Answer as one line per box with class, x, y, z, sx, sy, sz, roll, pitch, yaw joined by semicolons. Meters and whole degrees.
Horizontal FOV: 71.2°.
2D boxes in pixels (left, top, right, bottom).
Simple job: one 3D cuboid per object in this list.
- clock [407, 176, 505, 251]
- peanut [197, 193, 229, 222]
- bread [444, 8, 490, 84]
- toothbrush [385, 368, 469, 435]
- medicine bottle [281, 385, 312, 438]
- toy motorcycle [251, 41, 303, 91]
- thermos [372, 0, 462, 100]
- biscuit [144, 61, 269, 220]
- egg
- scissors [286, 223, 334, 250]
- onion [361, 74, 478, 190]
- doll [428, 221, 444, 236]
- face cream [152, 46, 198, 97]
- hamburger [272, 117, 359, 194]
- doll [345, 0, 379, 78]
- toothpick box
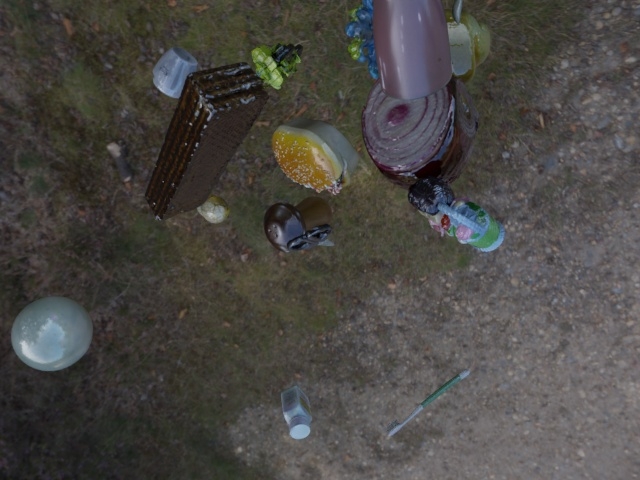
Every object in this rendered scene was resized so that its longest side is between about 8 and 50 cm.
clock;0.310;-0.063;1.042;0.195;0.194;0.100;25;101;-33
peanut;-0.356;-0.106;1.469;0.087;0.206;0.087;-6;104;-26
bread;0.373;-0.587;1.446;0.340;0.300;0.211;-1;85;-6
toothbrush;0.268;0.400;1.113;0.257;0.024;0.018;-36;127;-3
medicine bottle;-0.060;0.444;1.149;0.054;0.118;0.074;-28;117;5
toy motorcycle;-0.159;-0.622;1.582;0.142;0.342;0.206;41;109;-12
thermos;0.173;-0.414;0.820;0.176;0.146;0.265;-3;141;16
biscuit;-0.215;-0.149;0.775;0.073;0.107;0.388;57;143;4
egg;-0.574;0.203;0.965;0.151;0.151;0.209;38;144;-4
scissors;0.000;0.000;1.091;0.109;0.300;0.022;-28;81;11
onion;0.281;-0.293;1.193;0.281;0.260;0.337;-27;65;35
doll;0.498;-0.140;1.932;0.093;0.211;0.262;-17;113;6
face cream;-0.334;-0.387;1.033;0.091;0.091;0.095;40;119;-5
hamburger;-0.024;-0.250;1.334;0.295;0.151;0.227;29;162;49
doll;0.203;-0.770;1.692;0.098;0.341;0.347;-3;97;46
toothpick box;-0.087;-0.074;1.740;0.191;0.294;0.192;14;115;31
